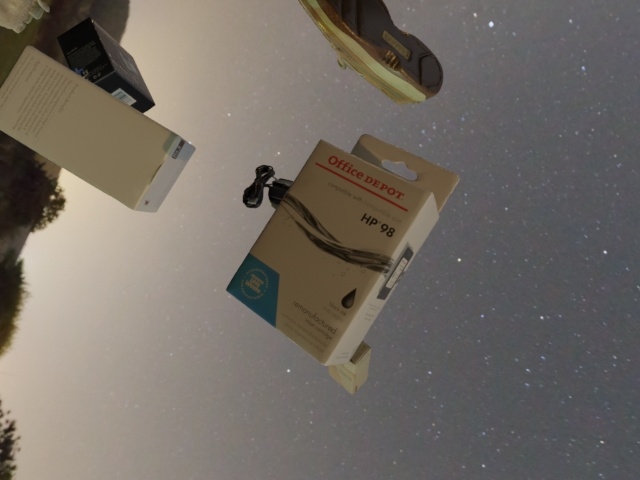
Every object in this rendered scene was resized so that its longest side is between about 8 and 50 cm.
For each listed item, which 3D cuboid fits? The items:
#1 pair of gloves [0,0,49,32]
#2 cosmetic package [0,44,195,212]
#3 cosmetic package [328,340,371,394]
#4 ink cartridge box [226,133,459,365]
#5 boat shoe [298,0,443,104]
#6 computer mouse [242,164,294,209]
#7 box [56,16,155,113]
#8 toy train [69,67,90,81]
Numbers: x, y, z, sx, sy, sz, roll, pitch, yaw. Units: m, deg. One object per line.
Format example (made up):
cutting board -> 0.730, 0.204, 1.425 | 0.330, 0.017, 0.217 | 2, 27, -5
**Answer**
pair of gloves -> -0.509, -0.484, 0.729 | 0.240, 0.042, 0.204 | -55, 175, -7
cosmetic package -> -0.303, -0.143, 0.578 | 0.117, 0.231, 0.085 | -58, -179, 0
cosmetic package -> 0.045, 0.197, 0.697 | 0.060, 0.115, 0.041 | 34, -123, 29
ink cartridge box -> 0.020, -0.006, 0.341 | 0.104, 0.060, 0.180 | 31, -92, 25
boat shoe -> 0.037, -0.199, 0.432 | 0.072, 0.190, 0.068 | -9, -130, 57
computer mouse -> -0.069, -0.112, 1.194 | 0.072, 0.272, 0.188 | -48, -162, 40
box -> -0.480, -0.379, 0.970 | 0.093, 0.156, 0.158 | -30, -103, 5
toy train -> -0.412, -0.243, 0.685 | 0.027, 0.036, 0.158 | -14, -143, 9
